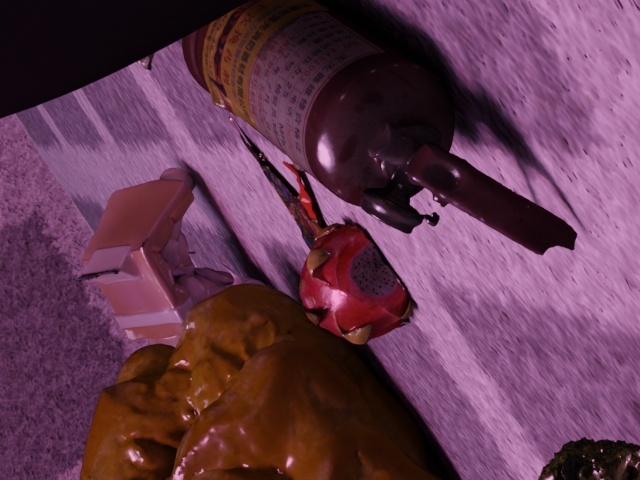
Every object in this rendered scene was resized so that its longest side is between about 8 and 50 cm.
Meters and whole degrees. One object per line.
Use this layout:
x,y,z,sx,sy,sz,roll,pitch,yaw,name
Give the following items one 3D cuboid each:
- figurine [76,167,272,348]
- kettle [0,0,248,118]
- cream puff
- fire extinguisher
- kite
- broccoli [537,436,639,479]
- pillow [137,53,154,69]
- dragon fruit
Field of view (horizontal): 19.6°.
-0.115,0.058,1.735,0.162,0.141,0.237,-14,124,44,figurine
-0.168,-0.159,0.817,0.268,0.290,0.207,46,167,49,kettle
-0.047,0.211,1.510,0.323,0.270,0.274,54,165,1,cream puff
0.029,-0.062,0.886,0.252,0.106,0.075,40,123,54,fire extinguisher
0.000,0.000,1.333,0.232,0.009,0.189,48,168,38,kite
0.141,0.166,0.856,0.162,0.138,0.146,34,123,53,broccoli
-0.220,-0.266,1.330,0.302,0.075,0.185,50,171,16,pillow
0.016,0.031,1.215,0.083,0.060,0.056,57,173,3,dragon fruit
